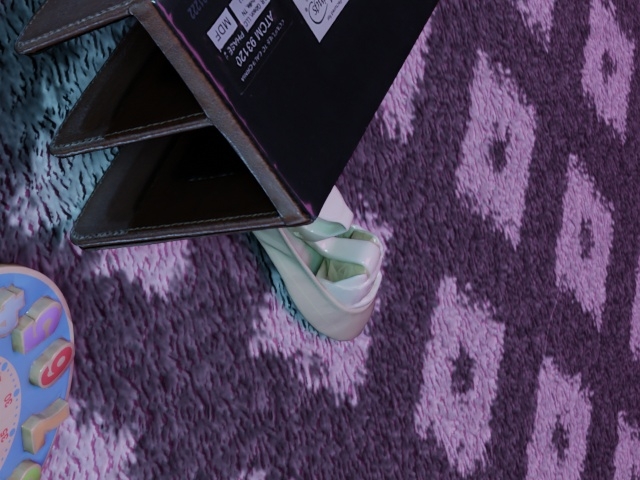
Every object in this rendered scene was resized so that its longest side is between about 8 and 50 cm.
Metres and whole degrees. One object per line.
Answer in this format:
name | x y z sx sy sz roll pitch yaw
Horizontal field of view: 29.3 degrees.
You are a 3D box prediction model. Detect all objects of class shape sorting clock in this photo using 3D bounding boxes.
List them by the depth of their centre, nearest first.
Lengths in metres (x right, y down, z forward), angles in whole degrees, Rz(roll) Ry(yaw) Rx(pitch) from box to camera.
shape sorting clock | -0.191 0.110 0.637 0.206 0.040 0.206 -49 153 -36

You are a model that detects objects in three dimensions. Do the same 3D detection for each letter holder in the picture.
letter holder | -0.062 -0.155 0.757 0.152 0.214 0.302 54 48 -30

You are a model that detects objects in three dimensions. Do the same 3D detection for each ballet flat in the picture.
ballet flat | 0.000 0.000 0.944 0.248 0.086 0.086 51 48 -41
